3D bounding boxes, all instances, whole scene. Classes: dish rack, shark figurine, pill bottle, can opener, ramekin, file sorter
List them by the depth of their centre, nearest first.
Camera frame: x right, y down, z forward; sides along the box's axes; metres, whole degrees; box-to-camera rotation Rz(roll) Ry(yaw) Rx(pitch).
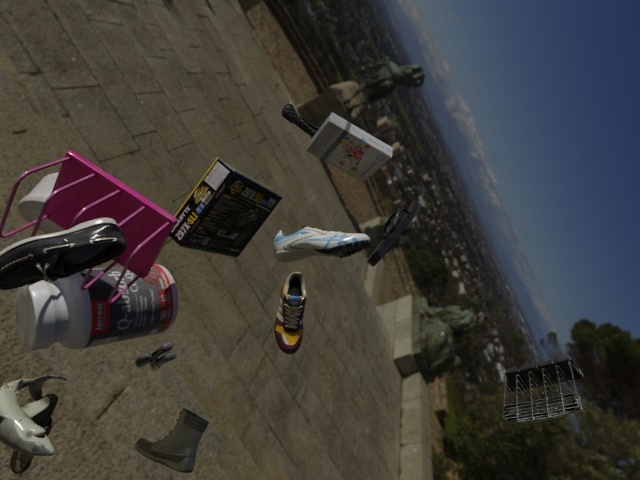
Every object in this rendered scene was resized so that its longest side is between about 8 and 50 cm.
[{"bbox_3d":[-0.608,0.339,0.870,0.166,0.116,0.278,32,-5,-29],"label":"shark figurine"},{"bbox_3d":[-0.530,-0.023,1.027,0.291,0.202,0.182,34,26,-6],"label":"file sorter"},{"bbox_3d":[0.596,0.414,1.207,0.074,0.208,0.271,63,28,-4],"label":"dish rack"},{"bbox_3d":[-0.600,0.181,1.229,0.363,0.210,0.210,-4,69,-48],"label":"pill bottle"},{"bbox_3d":[-0.718,-0.087,1.324,0.273,0.273,0.127,44,49,-44],"label":"ramekin"},{"bbox_3d":[-0.658,0.469,1.769,0.095,0.283,0.076,-12,76,-37],"label":"can opener"}]

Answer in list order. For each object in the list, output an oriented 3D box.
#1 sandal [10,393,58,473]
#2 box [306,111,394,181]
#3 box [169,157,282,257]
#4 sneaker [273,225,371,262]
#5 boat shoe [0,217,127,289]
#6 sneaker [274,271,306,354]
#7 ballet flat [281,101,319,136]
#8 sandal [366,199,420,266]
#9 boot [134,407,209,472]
[{"bbox_3d":[-0.831,0.566,1.321,0.060,0.090,0.219,49,44,-56],"label":"sandal"},{"bbox_3d":[0.074,-0.239,1.179,0.186,0.145,0.038,26,61,-16],"label":"box"},{"bbox_3d":[-0.276,-0.082,1.350,0.079,0.257,0.322,38,6,20],"label":"box"},{"bbox_3d":[0.000,0.000,1.067,0.085,0.237,0.086,52,35,-68],"label":"sneaker"},{"bbox_3d":[-0.253,0.018,0.435,0.125,0.046,0.038,-24,58,-31],"label":"boat shoe"},{"bbox_3d":[-0.068,0.162,1.021,0.084,0.069,0.185,114,-22,-65],"label":"sneaker"},{"bbox_3d":[-0.041,-0.358,1.376,0.173,0.049,0.057,28,17,-26],"label":"ballet flat"},{"bbox_3d":[0.209,-0.035,1.294,0.054,0.254,0.097,40,-24,5],"label":"sandal"},{"bbox_3d":[-0.461,0.604,1.395,0.077,0.213,0.165,55,49,-62],"label":"boot"}]
